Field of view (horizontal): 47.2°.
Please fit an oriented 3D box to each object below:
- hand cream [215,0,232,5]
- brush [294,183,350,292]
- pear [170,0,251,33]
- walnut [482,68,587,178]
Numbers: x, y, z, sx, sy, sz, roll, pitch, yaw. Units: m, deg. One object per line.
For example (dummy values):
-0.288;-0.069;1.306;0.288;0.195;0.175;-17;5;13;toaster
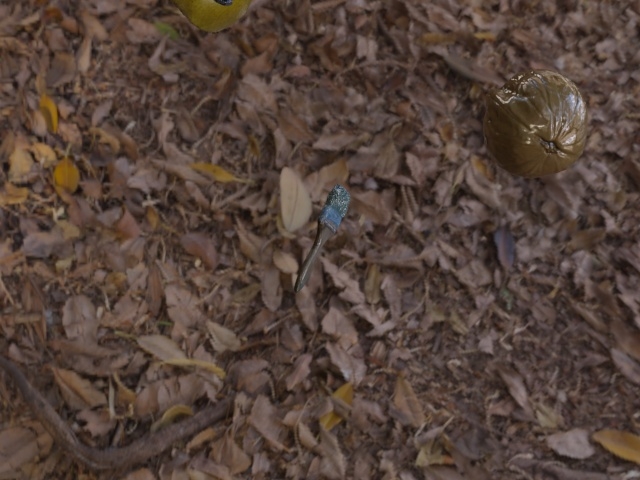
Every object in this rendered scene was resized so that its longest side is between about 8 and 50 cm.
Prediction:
-0.111;-0.454;1.082;0.050;0.234;0.080;36;43;4;hand cream
0.000;0.000;1.240;0.021;0.070;0.196;20;80;26;brush
-0.265;-0.645;1.568;0.191;0.386;0.340;-29;65;17;pear
0.434;-0.241;1.498;0.228;0.228;0.228;9;53;-12;walnut
